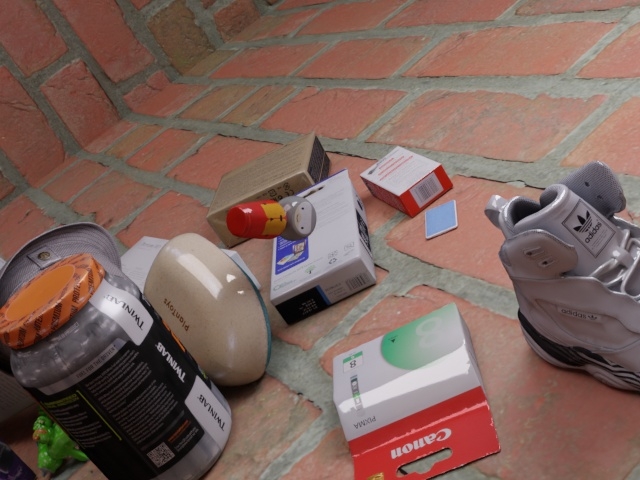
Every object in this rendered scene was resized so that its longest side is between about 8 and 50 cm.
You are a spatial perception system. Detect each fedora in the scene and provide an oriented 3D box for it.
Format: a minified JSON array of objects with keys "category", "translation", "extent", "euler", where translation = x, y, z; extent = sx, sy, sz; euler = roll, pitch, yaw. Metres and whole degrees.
[{"category":"fedora","translation":[-0.368,0.107,1.268],"extent":[0.124,0.243,0.275],"euler":[21,28,32]}]

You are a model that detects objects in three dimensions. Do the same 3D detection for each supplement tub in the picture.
[{"category":"supplement tub","translation":[-0.275,0.183,1.124],"extent":[0.194,0.316,0.193],"euler":[-26,26,14]}]

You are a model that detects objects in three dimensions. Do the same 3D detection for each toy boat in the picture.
[{"category":"toy boat","translation":[-0.126,0.063,1.257],"extent":[0.148,0.267,0.318],"euler":[-5,-43,-48]}]

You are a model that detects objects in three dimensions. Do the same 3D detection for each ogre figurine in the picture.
[{"category":"ogre figurine","translation":[-0.401,0.290,1.333],"extent":[0.197,0.097,0.118],"euler":[-33,32,14]}]

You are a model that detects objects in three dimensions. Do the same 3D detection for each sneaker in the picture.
[{"category":"sneaker","translation":[0.313,0.046,0.814],"extent":[0.137,0.210,0.366],"euler":[-44,27,-21]}]

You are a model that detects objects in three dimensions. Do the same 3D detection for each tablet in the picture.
[{"category":"tablet","translation":[0.193,-0.034,1.336],"extent":[0.054,0.006,0.083],"euler":[-23,28,19]}]

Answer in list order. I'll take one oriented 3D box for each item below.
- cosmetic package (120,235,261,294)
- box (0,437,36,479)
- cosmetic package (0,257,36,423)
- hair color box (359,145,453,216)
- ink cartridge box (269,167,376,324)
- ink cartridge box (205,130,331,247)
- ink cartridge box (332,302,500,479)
[{"category":"cosmetic package","translation":[-0.322,0.126,1.538],"extent":[0.284,0.097,0.377],"euler":[-47,29,-23]},{"category":"box","translation":[-0.568,0.358,1.274],"extent":[0.108,0.207,0.153],"euler":[-18,29,29]},{"category":"cosmetic package","translation":[-0.642,0.216,1.476],"extent":[0.453,0.230,0.161],"euler":[-30,28,35]},{"category":"hair color box","translation":[0.147,-0.105,1.462],"extent":[0.093,0.053,0.167],"euler":[-37,27,-7]},{"category":"ink cartridge box","translation":[0.000,0.000,1.431],"extent":[0.165,0.065,0.332],"euler":[-27,27,14]},{"category":"ink cartridge box","translation":[-0.102,-0.106,1.710],"extent":[0.235,0.088,0.193],"euler":[-24,25,20]},{"category":"ink cartridge box","translation":[0.103,0.187,0.992],"extent":[0.181,0.056,0.224],"euler":[-26,24,14]}]
